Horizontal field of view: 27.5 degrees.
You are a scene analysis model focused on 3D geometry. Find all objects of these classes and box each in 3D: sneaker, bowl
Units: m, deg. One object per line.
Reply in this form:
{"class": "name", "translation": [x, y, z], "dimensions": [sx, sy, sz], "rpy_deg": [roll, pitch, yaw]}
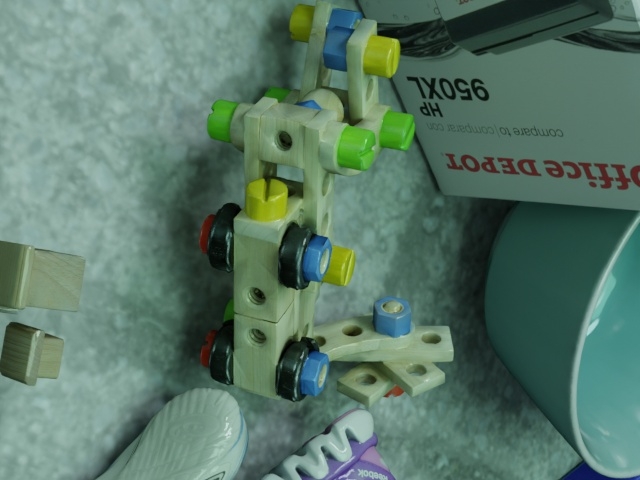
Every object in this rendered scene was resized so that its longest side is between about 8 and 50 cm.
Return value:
{"class": "sneaker", "translation": [-0.141, 0.203, 0.933], "dimensions": [0.237, 0.085, 0.086], "rpy_deg": [-40, 146, -23]}
{"class": "sneaker", "translation": [-0.028, 0.231, 0.986], "dimensions": [0.236, 0.095, 0.104], "rpy_deg": [-34, 83, -22]}
{"class": "bowl", "translation": [0.264, 0.040, 1.180], "dimensions": [0.312, 0.163, 0.311], "rpy_deg": [-22, 124, -37]}

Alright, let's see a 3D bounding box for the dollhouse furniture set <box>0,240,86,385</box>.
{"class": "dollhouse furniture set", "translation": [-0.234, 0.085, 0.780], "dimensions": [0.101, 0.161, 0.181], "rpy_deg": [10, 88, -41]}

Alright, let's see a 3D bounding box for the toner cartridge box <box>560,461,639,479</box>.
{"class": "toner cartridge box", "translation": [0.402, 0.253, 1.407], "dimensions": [0.348, 0.075, 0.165], "rpy_deg": [-27, 113, -35]}

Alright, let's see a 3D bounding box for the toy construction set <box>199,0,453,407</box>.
{"class": "toy construction set", "translation": [0.000, 0.000, 0.997], "dimensions": [0.215, 0.151, 0.327], "rpy_deg": [-55, 138, -53]}

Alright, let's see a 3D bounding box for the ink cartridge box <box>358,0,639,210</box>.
{"class": "ink cartridge box", "translation": [0.169, -0.227, 1.009], "dimensions": [0.166, 0.285, 0.395], "rpy_deg": [-41, 119, -28]}
